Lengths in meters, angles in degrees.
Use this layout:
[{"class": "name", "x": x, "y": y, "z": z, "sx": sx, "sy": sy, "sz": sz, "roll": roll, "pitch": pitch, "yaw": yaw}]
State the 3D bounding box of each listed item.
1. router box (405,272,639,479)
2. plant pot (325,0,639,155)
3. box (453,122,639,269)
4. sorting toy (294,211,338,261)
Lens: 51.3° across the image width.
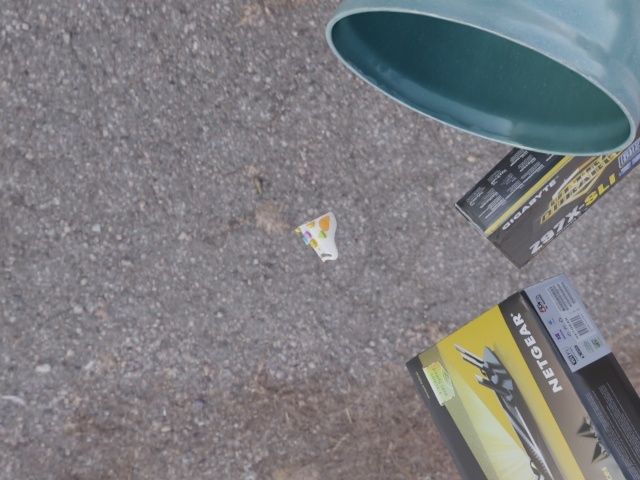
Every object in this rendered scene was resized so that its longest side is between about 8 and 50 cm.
[{"class": "router box", "x": 0.248, "y": 0.226, "z": 0.743, "sx": 0.081, "sy": 0.309, "sz": 0.243, "roll": -15, "pitch": 159, "yaw": -31}, {"class": "plant pot", "x": 0.176, "y": -0.226, "z": 0.620, "sx": 0.293, "sy": 0.293, "sz": 0.196, "roll": 24, "pitch": 88, "yaw": -32}, {"class": "box", "x": 0.377, "y": -0.108, "z": 1.023, "sx": 0.322, "sy": 0.079, "sz": 0.257, "roll": -44, "pitch": 153, "yaw": 11}, {"class": "sorting toy", "x": 0.000, "y": 0.000, "z": 1.121, "sx": 0.045, "sy": 0.083, "sz": 0.075, "roll": -30, "pitch": 95, "yaw": -30}]
